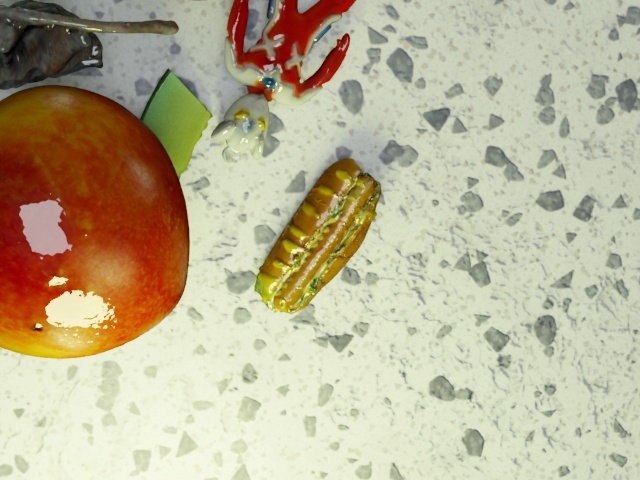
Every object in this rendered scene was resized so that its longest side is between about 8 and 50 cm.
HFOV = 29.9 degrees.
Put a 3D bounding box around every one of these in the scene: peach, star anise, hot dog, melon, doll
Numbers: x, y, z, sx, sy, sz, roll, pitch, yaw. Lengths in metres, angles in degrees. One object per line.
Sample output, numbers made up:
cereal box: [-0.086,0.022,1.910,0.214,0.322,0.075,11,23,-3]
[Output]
peach: [-0.356,-0.013,1.678,0.388,0.388,0.388,-1,101,-8]
star anise: [-0.419,-0.281,1.662,0.359,0.316,0.139,-9,98,-32]
hot dog: [0.000,0.000,1.871,0.115,0.072,0.269,30,95,-20]
melon: [-0.240,-0.130,1.835,0.114,0.053,0.262,12,103,-28]
doll: [-0.058,-0.290,1.800,0.188,0.099,0.384,25,93,-12]
